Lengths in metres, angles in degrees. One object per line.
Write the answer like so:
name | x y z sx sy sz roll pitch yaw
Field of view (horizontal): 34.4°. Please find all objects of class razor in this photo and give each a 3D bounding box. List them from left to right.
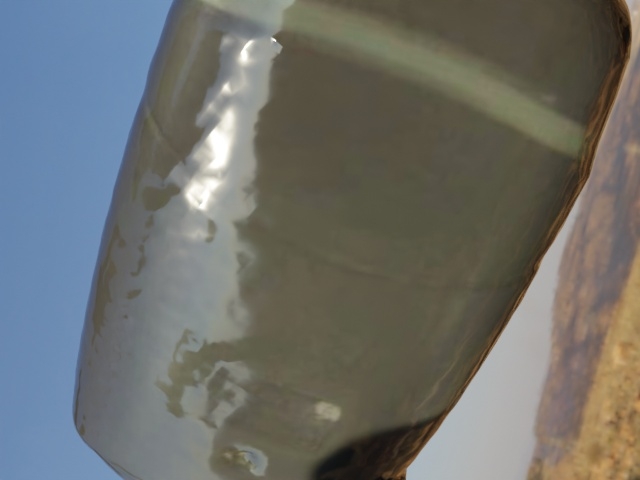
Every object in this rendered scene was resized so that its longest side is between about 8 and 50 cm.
razor | 0.000 0.000 0.506 0.113 0.204 0.349 -80 10 -64
